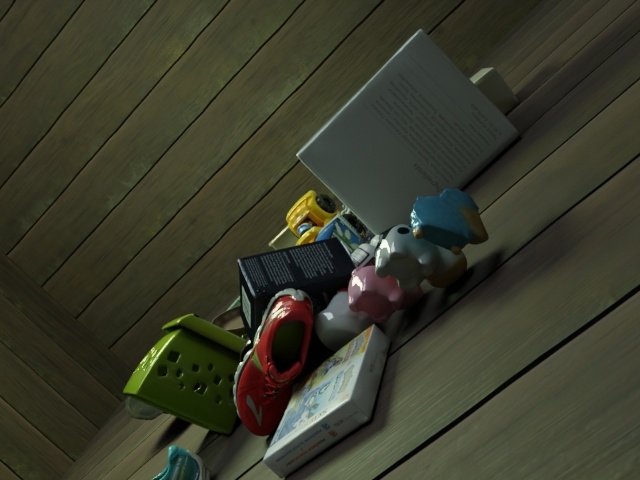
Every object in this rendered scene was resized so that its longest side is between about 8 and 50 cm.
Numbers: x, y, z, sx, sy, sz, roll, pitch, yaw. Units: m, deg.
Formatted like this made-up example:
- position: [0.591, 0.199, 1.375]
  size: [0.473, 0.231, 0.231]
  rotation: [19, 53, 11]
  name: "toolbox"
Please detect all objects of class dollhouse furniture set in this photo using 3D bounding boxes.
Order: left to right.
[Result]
- position: [-0.043, -0.022, 2.260]
  size: [0.303, 0.174, 0.355]
  rotation: [-42, 8, 16]
  name: "dollhouse furniture set"

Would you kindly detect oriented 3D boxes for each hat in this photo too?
- position: [-0.416, 0.441, 1.897]
  size: [0.331, 0.134, 0.331]
  rotation: [-31, 26, 17]
  name: "hat"

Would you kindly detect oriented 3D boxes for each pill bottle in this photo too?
- position: [0.093, 0.064, 1.357]
  size: [0.152, 0.086, 0.086]
  rotation: [-45, 7, -9]
  name: "pill bottle"

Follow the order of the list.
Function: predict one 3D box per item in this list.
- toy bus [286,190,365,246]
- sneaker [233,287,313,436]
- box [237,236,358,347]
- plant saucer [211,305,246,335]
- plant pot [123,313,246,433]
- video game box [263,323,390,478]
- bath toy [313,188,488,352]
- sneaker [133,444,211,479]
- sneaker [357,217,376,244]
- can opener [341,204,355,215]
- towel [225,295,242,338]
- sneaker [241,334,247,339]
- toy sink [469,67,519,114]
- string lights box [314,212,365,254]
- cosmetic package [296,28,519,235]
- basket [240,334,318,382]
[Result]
- position: [0.000, 0.000, 1.762]
  size: [0.149, 0.220, 0.211]
  rotation: [-44, 13, 32]
  name: "toy bus"
- position: [-0.081, 0.219, 1.076]
  size: [0.118, 0.107, 0.279]
  rotation: [-120, 43, -71]
  name: "sneaker"
- position: [-0.043, 0.099, 1.199]
  size: [0.207, 0.108, 0.153]
  rotation: [-12, -45, -19]
  name: "box"
- position: [-0.178, 0.190, 1.525]
  size: [0.168, 0.029, 0.168]
  rotation: [-14, 14, 4]
  name: "plant saucer"
- position: [-0.286, 0.294, 1.424]
  size: [0.228, 0.227, 0.207]
  rotation: [-25, 38, 64]
  name: "plant pot"
- position: [0.015, 0.240, 0.962]
  size: [0.187, 0.048, 0.205]
  rotation: [-39, 8, 25]
  name: "video game box"
- position: [0.119, 0.062, 1.037]
  size: [0.348, 0.151, 0.129]
  rotation: [-49, 20, 38]
  name: "bath toy"
- position: [-0.328, 0.499, 1.163]
  size: [0.275, 0.110, 0.107]
  rotation: [-47, 8, -11]
  name: "sneaker"
- position: [0.144, -0.021, 1.657]
  size: [0.051, 0.089, 0.170]
  rotation: [-32, 47, 15]
  name: "sneaker"
- position: [0.111, -0.093, 2.235]
  size: [0.280, 0.093, 0.074]
  rotation: [-106, 32, -86]
  name: "can opener"
- position: [-0.222, 0.244, 1.780]
  size: [0.370, 0.040, 0.271]
  rotation: [-49, -25, -26]
  name: "towel"
- position: [-0.146, 0.253, 1.650]
  size: [0.169, 0.108, 0.292]
  rotation: [104, 180, -46]
  name: "sneaker"
- position: [0.412, -0.356, 1.763]
  size: [0.234, 0.131, 0.153]
  rotation: [-38, 8, 11]
  name: "toy sink"
- position: [0.051, 0.034, 1.564]
  size: [0.077, 0.133, 0.259]
  rotation: [-43, 8, 18]
  name: "string lights box"
- position: [0.205, -0.251, 1.550]
  size: [0.394, 0.327, 0.329]
  rotation: [-44, 7, 14]
  name: "cosmetic package"
- position: [-0.073, 0.187, 1.333]
  size: [0.227, 0.154, 0.204]
  rotation: [-66, -10, -57]
  name: "basket"
